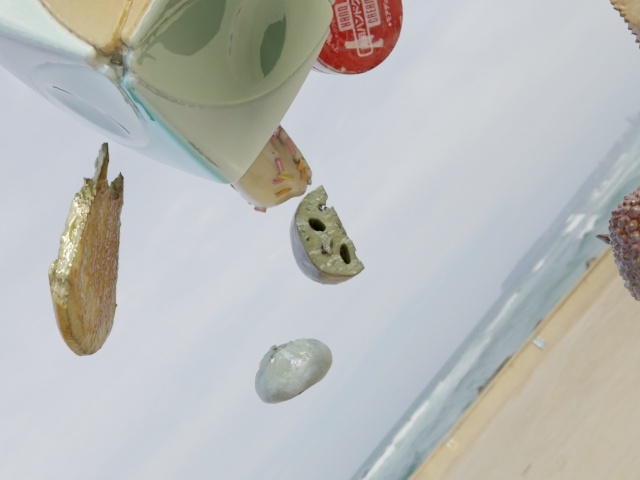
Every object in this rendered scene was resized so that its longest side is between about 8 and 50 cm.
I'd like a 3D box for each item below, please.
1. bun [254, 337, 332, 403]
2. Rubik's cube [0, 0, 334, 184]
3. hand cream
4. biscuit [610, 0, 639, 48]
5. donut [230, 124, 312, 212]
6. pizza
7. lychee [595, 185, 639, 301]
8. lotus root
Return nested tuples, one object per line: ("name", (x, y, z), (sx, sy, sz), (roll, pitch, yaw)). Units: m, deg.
("bun", (-0.050, 0.208, 1.028), (0.140, 0.083, 0.141), (-27, 3, 1))
("Rubik's cube", (-0.223, -0.318, 0.844), (0.347, 0.352, 0.351), (-63, -21, -10))
("hand cream", (0.033, -0.436, 1.211), (0.230, 0.230, 0.149), (-49, 27, -5))
("biscuit", (0.513, -0.323, 0.785), (0.237, 0.232, 0.013), (-31, -32, 30))
("donut", (-0.173, -0.213, 1.190), (0.142, 0.383, 0.382), (-40, -16, -2))
("pizza", (-0.280, 0.010, 0.755), (0.181, 0.034, 0.262), (99, 176, -83))
("lychee", (0.407, 0.007, 0.709), (0.165, 0.165, 0.197), (-42, 13, -28))
("lotus root", (0.000, 0.000, 1.465), (0.138, 0.235, 0.119), (-14, -18, -23))
